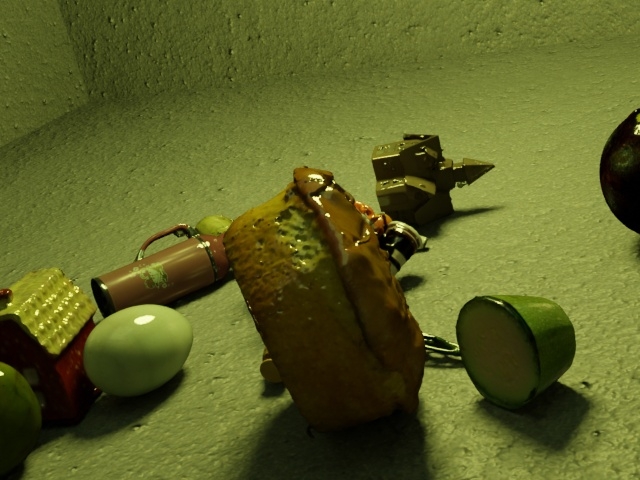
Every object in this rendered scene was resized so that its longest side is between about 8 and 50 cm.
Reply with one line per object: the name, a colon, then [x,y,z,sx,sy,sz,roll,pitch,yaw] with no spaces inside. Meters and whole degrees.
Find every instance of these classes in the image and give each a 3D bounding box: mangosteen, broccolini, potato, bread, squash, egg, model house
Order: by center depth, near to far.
squash: [0.289,0.153,1.511,0.123,0.170,0.170,-10,16,-32]
bread: [0.014,0.089,1.543,0.215,0.398,0.398,-27,21,1]
broccolini: [0.179,0.177,1.689,0.201,0.058,0.074,21,52,32]
egg: [-0.312,0.188,1.810,0.151,0.151,0.209,8,21,45]
model house: [-0.486,0.175,1.813,0.160,0.254,0.196,-5,23,14]
mangosteen: [0.632,-0.112,1.830,0.288,0.288,0.288,-12,21,5]
model house: [0.246,-0.130,2.209,0.248,0.180,0.176,-11,21,12]
potato: [-0.221,-0.005,2.338,0.105,0.085,0.188,1,17,-25]

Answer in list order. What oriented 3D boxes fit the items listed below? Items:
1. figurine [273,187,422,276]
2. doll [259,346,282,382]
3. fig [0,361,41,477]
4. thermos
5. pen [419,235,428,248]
figurine: [0.000,0.005,2.014,0.320,0.196,0.323,-1,15,-39]
doll: [-0.054,0.190,1.764,0.084,0.073,0.127,23,32,3]
fig: [-0.550,0.302,1.624,0.203,0.203,0.225,-2,44,29]
thermos: [-0.309,0.058,2.173,0.330,0.109,0.136,-24,48,-23]
pen: [0.121,-0.023,2.130,0.204,0.025,0.025,17,30,14]
